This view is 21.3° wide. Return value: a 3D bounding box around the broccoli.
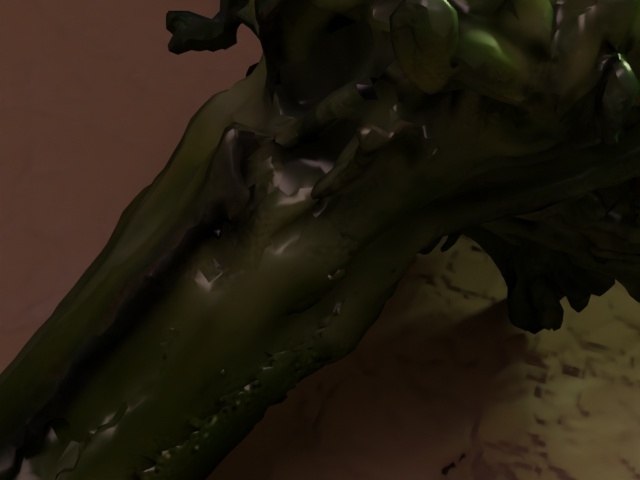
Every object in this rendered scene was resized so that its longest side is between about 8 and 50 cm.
[{"bbox_3d":[0.013,-0.006,0.446,0.177,0.198,0.275,48,58,-16],"label":"broccoli"}]
